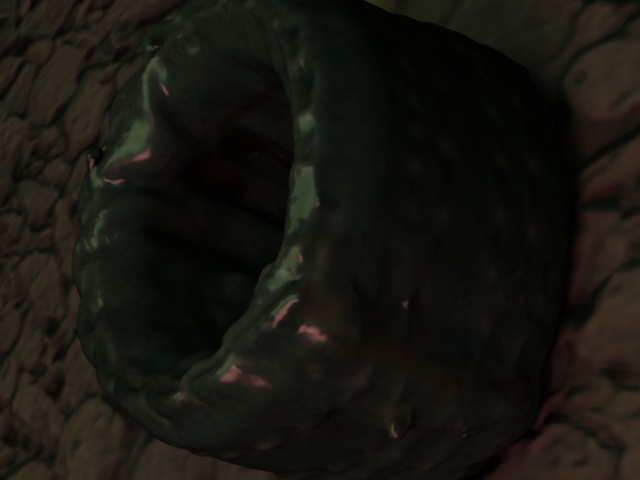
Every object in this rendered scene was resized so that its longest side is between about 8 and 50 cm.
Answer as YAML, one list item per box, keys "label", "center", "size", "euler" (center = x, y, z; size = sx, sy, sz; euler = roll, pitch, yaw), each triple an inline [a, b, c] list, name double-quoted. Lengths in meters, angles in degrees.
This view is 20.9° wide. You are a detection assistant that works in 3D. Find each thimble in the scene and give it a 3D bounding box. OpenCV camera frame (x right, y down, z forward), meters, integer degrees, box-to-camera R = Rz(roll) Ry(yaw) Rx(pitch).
- label: "thimble"
  center: [0.000, 0.000, 0.730]
  size: [0.198, 0.143, 0.235]
  euler: [-55, 38, 22]
